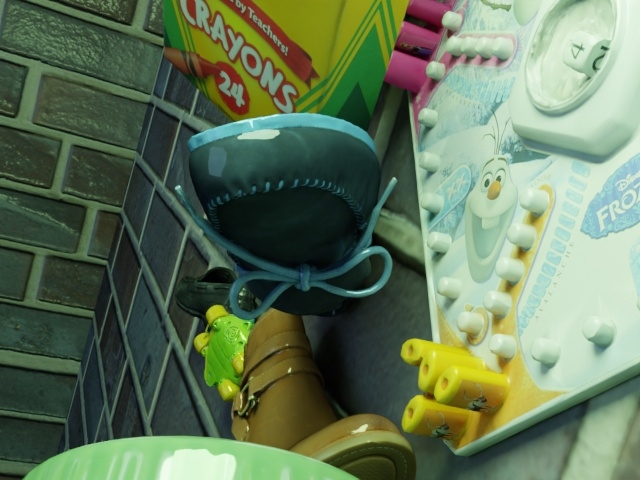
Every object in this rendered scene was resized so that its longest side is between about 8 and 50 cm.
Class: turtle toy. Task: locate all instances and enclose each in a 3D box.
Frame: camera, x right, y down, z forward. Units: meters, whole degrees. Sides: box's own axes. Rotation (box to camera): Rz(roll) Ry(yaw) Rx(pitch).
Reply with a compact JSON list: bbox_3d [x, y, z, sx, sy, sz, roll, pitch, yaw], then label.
[{"bbox_3d":[-0.099,0.137,0.894,0.095,0.066,0.130,55,135,32],"label":"turtle toy"}]

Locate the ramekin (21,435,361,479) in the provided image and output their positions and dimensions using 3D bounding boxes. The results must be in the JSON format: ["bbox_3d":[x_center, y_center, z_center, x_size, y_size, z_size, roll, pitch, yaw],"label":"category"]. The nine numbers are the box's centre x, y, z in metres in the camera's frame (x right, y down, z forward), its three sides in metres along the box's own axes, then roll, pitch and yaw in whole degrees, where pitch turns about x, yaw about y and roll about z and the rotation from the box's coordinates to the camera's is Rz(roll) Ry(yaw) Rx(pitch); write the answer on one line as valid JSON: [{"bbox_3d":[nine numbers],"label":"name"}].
[{"bbox_3d":[-0.077,0.248,0.483,0.303,0.303,0.148,126,157,-44],"label":"ramekin"}]

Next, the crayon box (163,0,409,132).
[{"bbox_3d":[-0.031,-0.212,0.586,0.202,0.081,0.319,45,149,19],"label":"crayon box"}]

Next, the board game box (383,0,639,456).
[{"bbox_3d":[0.150,-0.117,0.459,0.390,0.050,0.390,130,146,-49],"label":"board game box"}]

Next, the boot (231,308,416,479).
[{"bbox_3d":[-0.013,0.147,0.660,0.283,0.108,0.220,118,159,-48],"label":"boot"}]

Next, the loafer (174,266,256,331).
[{"bbox_3d":[-0.137,0.073,1.025,0.223,0.076,0.078,18,89,64],"label":"loafer"}]

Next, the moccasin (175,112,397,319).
[{"bbox_3d":[0.000,0.000,0.575,0.342,0.137,0.117,34,-130,-74],"label":"moccasin"}]
